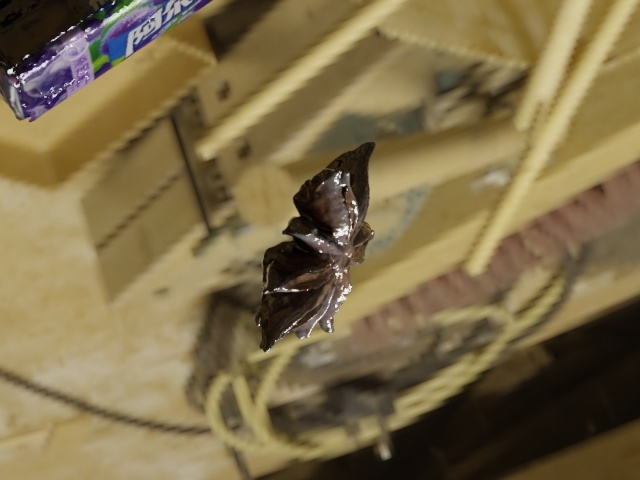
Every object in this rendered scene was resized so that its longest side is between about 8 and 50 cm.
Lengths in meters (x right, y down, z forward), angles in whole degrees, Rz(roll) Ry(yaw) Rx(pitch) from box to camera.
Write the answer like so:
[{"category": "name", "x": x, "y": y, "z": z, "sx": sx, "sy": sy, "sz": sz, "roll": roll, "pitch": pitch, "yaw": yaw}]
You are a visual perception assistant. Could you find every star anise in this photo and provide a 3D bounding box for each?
[{"category": "star anise", "x": 0.000, "y": 0.000, "z": 1.665, "sx": 0.195, "sy": 0.065, "sz": 0.182, "roll": -11, "pitch": 125, "yaw": -64}]

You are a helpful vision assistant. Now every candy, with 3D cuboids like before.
[{"category": "candy", "x": -0.095, "y": -0.195, "z": 1.357, "sx": 0.312, "sy": 0.061, "sz": 0.088, "roll": -34, "pitch": 166, "yaw": -13}]
